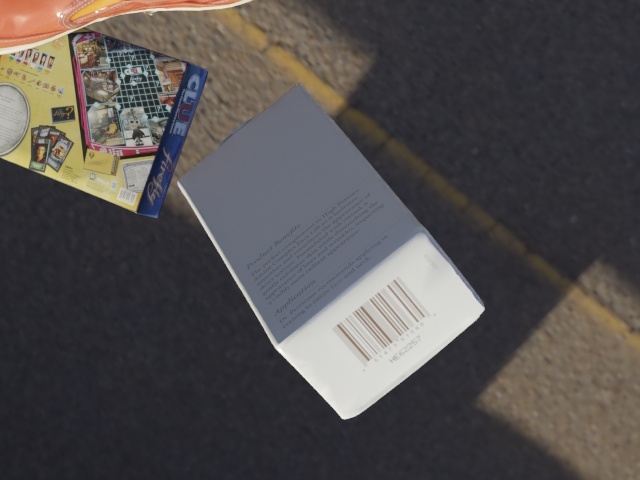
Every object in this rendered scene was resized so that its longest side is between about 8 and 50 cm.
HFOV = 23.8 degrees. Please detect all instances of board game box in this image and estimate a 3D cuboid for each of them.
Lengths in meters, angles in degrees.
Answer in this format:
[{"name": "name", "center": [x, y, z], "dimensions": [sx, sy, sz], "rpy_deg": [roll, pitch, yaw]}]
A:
[{"name": "board game box", "center": [-0.248, -0.139, 1.613], "dimensions": [0.042, 0.243, 0.165], "rpy_deg": [14, 97, -61]}]

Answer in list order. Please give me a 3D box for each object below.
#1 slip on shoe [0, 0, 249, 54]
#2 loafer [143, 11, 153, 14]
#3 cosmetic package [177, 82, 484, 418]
[{"name": "slip on shoe", "center": [-0.190, -0.222, 1.203], "dimensions": [0.331, 0.101, 0.123], "rpy_deg": [-8, 86, -8]}, {"name": "loafer", "center": [-0.121, -0.315, 1.648], "dimensions": [0.134, 0.130, 0.366], "rpy_deg": [-37, 178, 40]}, {"name": "cosmetic package", "center": [0.000, 0.000, 0.992], "dimensions": [0.117, 0.231, 0.085], "rpy_deg": [-38, 124, 3]}]
